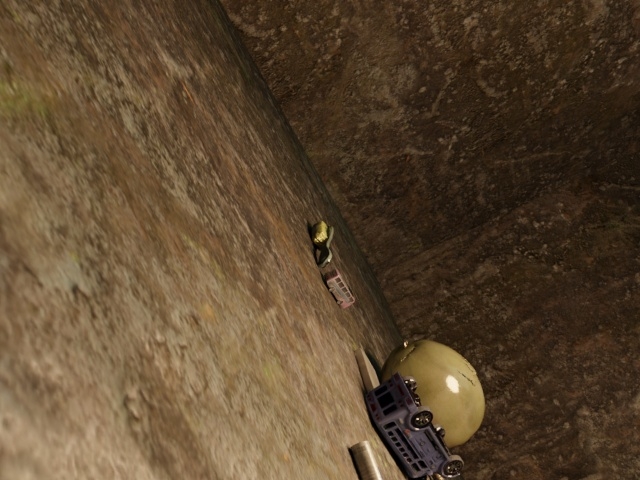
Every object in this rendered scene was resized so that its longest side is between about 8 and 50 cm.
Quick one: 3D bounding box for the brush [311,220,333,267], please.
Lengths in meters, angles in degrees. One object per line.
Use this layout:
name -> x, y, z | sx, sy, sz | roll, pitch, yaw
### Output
brush -> 0.000, 0.000, 1.771 | 0.060, 0.068, 0.297 | 42, 14, -13

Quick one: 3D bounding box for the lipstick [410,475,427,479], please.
lipstick -> 0.241, 0.585, 1.469 | 0.234, 0.053, 0.053 | -98, 161, -59

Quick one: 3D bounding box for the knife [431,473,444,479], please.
knife -> 0.395, 0.808, 1.889 | 0.089, 0.043, 0.365 | -3, -60, 61

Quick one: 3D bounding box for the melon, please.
melon -> 0.315, 0.424, 1.705 | 0.330, 0.268, 0.268 | 56, 7, -6

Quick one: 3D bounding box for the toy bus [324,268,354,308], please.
toy bus -> 0.053, 0.133, 1.666 | 0.131, 0.052, 0.037 | 58, 7, -41

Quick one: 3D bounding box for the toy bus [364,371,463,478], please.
toy bus -> 0.220, 0.454, 1.417 | 0.292, 0.133, 0.125 | 58, 3, -30

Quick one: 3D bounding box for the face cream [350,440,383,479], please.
face cream -> 0.087, 0.395, 0.982 | 0.130, 0.034, 0.034 | 67, 7, 30

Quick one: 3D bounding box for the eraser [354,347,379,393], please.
eraser -> 0.128, 0.357, 1.531 | 0.104, 0.023, 0.150 | 61, 7, -32
